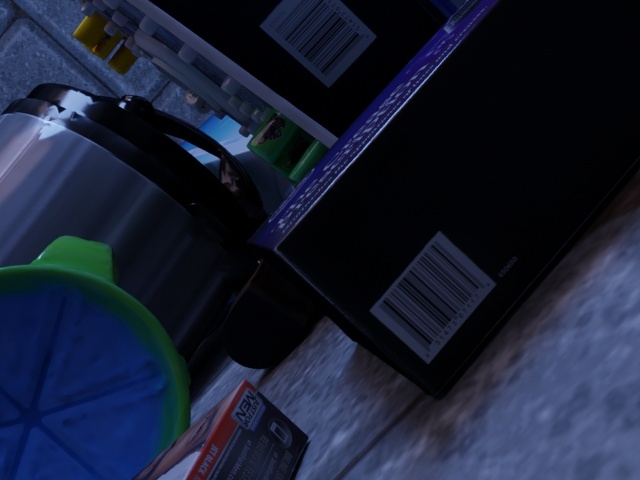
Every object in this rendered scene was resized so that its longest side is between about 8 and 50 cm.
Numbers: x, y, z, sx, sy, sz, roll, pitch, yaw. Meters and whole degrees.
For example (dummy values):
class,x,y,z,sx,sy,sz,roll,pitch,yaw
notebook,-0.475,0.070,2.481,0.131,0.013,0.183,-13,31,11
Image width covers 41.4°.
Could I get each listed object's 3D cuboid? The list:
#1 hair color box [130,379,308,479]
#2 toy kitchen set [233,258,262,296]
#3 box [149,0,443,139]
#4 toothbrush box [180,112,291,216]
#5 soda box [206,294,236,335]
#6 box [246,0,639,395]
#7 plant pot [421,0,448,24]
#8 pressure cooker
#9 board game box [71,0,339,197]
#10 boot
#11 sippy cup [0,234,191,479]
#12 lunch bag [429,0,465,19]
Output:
class,x,y,z,sx,sy,sz,roll,pitch,yaw
hair color box,-0.087,0.159,0.460,0.167,0.053,0.093,-42,8,28
toy kitchen set,-0.113,0.001,1.378,0.166,0.122,0.207,-46,27,8
box,-0.036,-0.265,0.911,0.179,0.343,0.312,-45,32,13
toothbrush box,-0.074,-0.122,1.228,0.296,0.126,0.216,-13,28,37
soda box,-0.218,0.132,1.305,0.210,0.071,0.067,-41,10,41
box,0.087,-0.062,0.451,0.261,0.103,0.184,-48,4,-5
plant pot,0.148,-0.418,1.245,0.334,0.341,0.341,-42,3,-34
pressure cooker,-0.282,0.016,1.040,0.376,0.370,0.420,-2,52,57
board game box,-0.134,-0.154,0.843,0.050,0.390,0.390,-53,-4,-1
boot,0.000,0.000,0.697,0.219,0.082,0.106,-47,9,17
sippy cup,-0.236,0.167,0.701,0.305,0.240,0.224,-41,-8,-28
lunch bag,0.139,-0.403,0.841,0.239,0.385,0.328,-44,7,28
